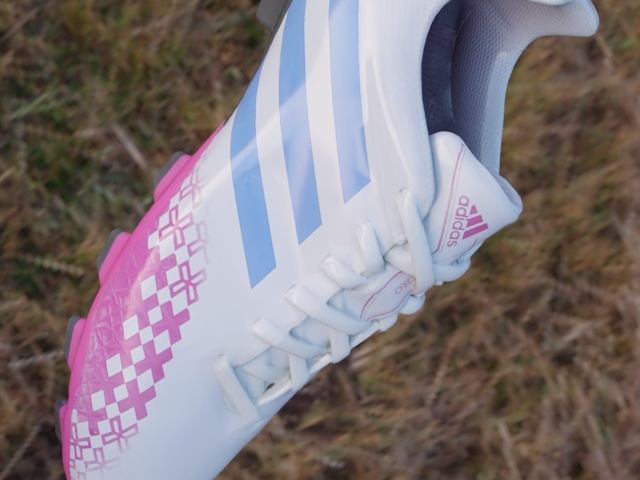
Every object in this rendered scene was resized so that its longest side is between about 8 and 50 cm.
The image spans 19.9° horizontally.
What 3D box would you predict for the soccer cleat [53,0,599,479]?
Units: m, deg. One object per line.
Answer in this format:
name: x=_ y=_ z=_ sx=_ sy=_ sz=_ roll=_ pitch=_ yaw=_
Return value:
soccer cleat: x=0.000 y=0.000 z=0.798 sx=0.143 sy=0.331 sz=0.116 roll=32 pitch=9 yaw=30
